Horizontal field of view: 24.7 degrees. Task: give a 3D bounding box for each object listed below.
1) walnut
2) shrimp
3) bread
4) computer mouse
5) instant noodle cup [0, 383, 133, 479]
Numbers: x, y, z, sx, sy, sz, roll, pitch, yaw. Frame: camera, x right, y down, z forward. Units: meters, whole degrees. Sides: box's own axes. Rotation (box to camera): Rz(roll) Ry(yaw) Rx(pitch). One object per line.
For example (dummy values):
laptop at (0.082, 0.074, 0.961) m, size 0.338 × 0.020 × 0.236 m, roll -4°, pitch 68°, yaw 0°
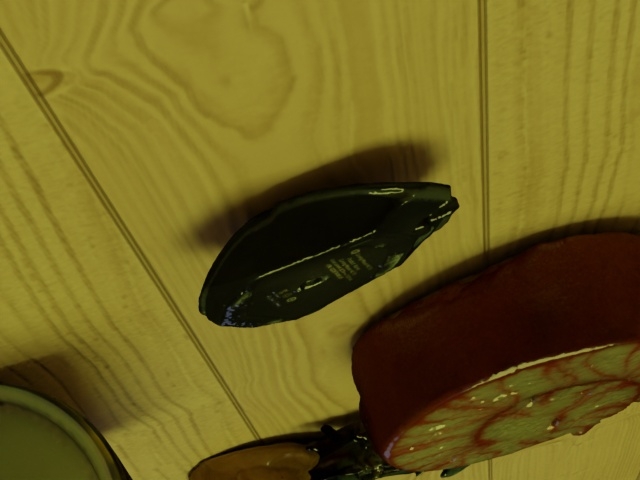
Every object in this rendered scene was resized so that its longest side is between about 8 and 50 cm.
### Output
walnut at (-0.045, 0.280, 1.586) m, size 0.167 × 0.087 × 0.211 m, roll -30°, pitch 155°, yaw 37°
shrimp at (0.130, 0.208, 1.518) m, size 0.289 × 0.075 × 0.178 m, roll -6°, pitch 173°, yaw -29°
bread at (0.189, 0.103, 1.310) m, size 0.327 × 0.114 × 0.295 m, roll -24°, pitch 158°, yaw 17°
computer mouse at (0.000, 0.000, 0.999) m, size 0.192 × 0.062 × 0.106 m, roll -26°, pitch 156°, yaw 4°
instant noodle cup at (-0.258, 0.275, 1.156) m, size 0.325 × 0.325 × 0.254 m, roll -14°, pitch 149°, yaw -9°
